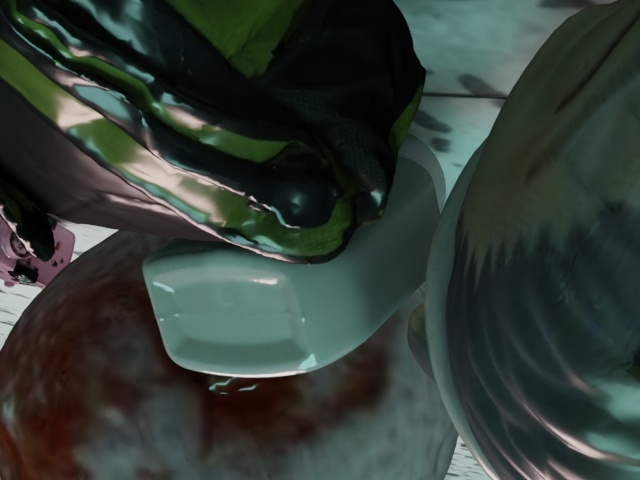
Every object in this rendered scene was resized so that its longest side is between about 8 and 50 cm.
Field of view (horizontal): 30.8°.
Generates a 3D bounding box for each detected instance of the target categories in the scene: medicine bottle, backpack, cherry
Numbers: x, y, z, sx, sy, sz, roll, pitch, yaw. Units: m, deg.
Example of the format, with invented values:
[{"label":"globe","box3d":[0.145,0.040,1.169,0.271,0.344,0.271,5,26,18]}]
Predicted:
[{"label":"medicine bottle","box3d":[0.000,0.000,0.595,0.119,0.069,0.183,-4,-159,31]},{"label":"backpack","box3d":[-0.088,-0.082,0.442,0.207,0.140,0.253,0,153,34]},{"label":"cherry","box3d":[-0.051,0.111,0.828,0.326,0.291,0.335,-26,162,20]}]

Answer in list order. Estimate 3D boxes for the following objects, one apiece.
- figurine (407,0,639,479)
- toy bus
[{"label":"figurine","box3d":[0.209,0.031,0.456,0.361,0.266,0.377,33,-176,-15]},{"label":"toy bus","box3d":[-0.289,-0.020,0.938,0.090,0.063,0.203,6,161,32]}]
